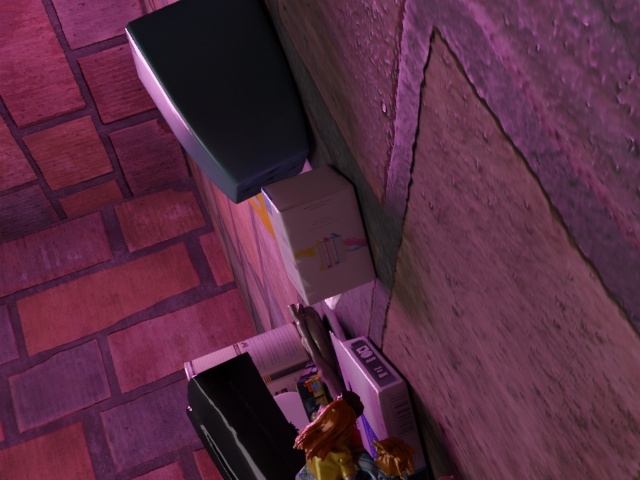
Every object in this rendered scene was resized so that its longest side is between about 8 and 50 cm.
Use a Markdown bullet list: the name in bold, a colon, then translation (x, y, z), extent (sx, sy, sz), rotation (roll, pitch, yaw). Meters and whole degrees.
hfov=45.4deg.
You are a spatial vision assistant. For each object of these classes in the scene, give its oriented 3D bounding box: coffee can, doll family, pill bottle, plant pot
- **coffee can**: translation (-0.138, 0.314, 1.692), extent (0.201, 0.275, 0.201), rotation (160, 90, -80)
- **doll family**: translation (0.049, 0.278, 0.879), extent (0.263, 0.118, 0.163), rotation (34, 117, 39)
- **pill bottle**: translation (-0.034, 0.426, 1.584), extent (0.283, 0.161, 0.161), rotation (70, 174, -56)
- **plant pot**: translation (-0.120, -0.179, 0.998), extent (0.234, 0.166, 0.165), rotation (62, 169, 7)

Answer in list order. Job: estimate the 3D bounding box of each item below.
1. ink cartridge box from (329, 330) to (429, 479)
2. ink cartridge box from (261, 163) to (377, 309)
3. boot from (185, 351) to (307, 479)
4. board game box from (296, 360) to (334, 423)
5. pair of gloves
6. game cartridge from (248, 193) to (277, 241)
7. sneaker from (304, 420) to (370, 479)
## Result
- **ink cartridge box**: translation (0.083, 0.242, 1.049), extent (0.208, 0.045, 0.206), rotation (-138, 30, -67)
- **ink cartridge box**: translation (0.000, 0.000, 0.898), extent (0.092, 0.090, 0.143), rotation (-129, 21, -62)
- **boot**: translation (-0.065, 0.428, 1.128), extent (0.445, 0.146, 0.367), rotation (49, 138, 20)
- **board game box**: translation (0.009, 0.302, 1.405), extent (0.170, 0.048, 0.141), rotation (-34, -75, -82)
- **pair of gloves**: translation (0.008, 0.207, 1.287), extent (0.240, 0.042, 0.204), rotation (63, -177, -75)
- **game cartridge**: translation (-0.131, -0.171, 1.367), extent (0.323, 0.053, 0.285), rotation (-125, 18, -58)
- **sneaker**: translation (0.075, 0.419, 1.177), extent (0.319, 0.112, 0.131), rotation (53, 165, 36)
